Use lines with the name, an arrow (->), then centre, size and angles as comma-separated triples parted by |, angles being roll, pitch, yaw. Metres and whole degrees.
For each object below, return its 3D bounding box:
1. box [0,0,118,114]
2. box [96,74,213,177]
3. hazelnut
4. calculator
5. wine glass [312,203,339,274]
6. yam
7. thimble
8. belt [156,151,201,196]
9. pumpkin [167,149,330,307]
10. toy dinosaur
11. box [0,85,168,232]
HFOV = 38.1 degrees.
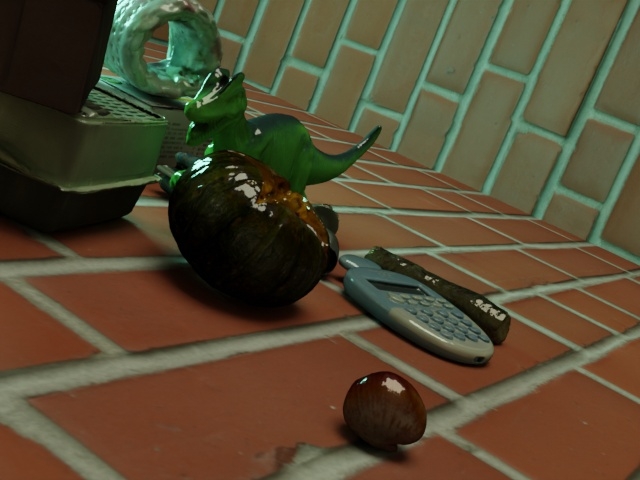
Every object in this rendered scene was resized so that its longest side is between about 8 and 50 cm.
box -> -0.352, -0.271, 1.135 | 0.188, 0.153, 0.252 | 16, 16, -15
box -> -0.308, -0.209, 1.724 | 0.173, 0.145, 0.333 | 29, 15, 20
hazelnut -> 0.065, 0.174, 0.938 | 0.086, 0.086, 0.086 | 21, 13, -5
calculator -> 0.138, 0.102, 1.417 | 0.188, 0.042, 0.303 | 9, 19, -42
wine glass -> 0.000, 0.000, 1.552 | 0.074, 0.074, 0.262 | 21, 13, -6
yam -> 0.192, 0.087, 1.542 | 0.274, 0.061, 0.061 | 28, 14, 29
thimble -> -0.281, -0.343, 1.625 | 0.149, 0.185, 0.211 | 35, -16, 39
belt -> -0.159, -0.102, 1.660 | 0.302, 0.087, 0.072 | 7, 23, -49
pumpkin -> -0.098, -0.012, 1.223 | 0.238, 0.159, 0.238 | 42, 9, -8
toy dinosaur -> -0.048, -0.191, 1.469 | 0.144, 0.374, 0.500 | 29, 51, 22
box -> -0.352, -0.125, 1.252 | 0.221, 0.166, 0.290 | 24, 13, 12
